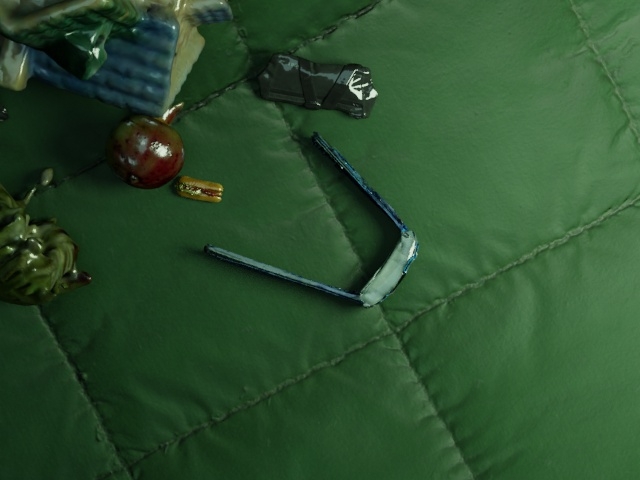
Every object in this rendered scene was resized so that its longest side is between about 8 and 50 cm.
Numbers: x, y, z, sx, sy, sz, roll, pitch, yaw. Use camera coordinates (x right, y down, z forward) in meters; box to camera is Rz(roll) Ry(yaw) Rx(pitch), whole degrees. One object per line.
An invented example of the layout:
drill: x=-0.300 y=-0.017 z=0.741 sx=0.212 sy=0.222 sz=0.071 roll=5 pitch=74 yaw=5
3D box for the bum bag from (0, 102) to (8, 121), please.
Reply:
bum bag: x=-0.600 y=-0.250 z=1.739 sx=0.123 sy=0.248 sz=0.060 roll=-32 pitch=48 yaw=-7

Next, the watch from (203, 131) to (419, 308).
watch: x=-0.004 y=0.013 z=1.781 sx=0.274 sy=0.068 sz=0.276 roll=44 pitch=95 yaw=1

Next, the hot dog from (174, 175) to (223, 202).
hot dog: x=-0.203 y=-0.085 z=1.812 sx=0.083 sy=0.021 sz=0.037 roll=9 pitch=92 yaw=2

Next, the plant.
plant: x=-0.537 y=0.063 z=1.802 sx=0.333 sy=0.180 sz=0.251 roll=-46 pitch=61 yaw=24

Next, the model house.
model house: x=-0.324 y=-0.381 z=1.599 sx=0.395 sy=0.445 sz=0.399 roll=22 pitch=92 yaw=0

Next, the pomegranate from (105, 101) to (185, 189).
pomegranate: x=-0.270 y=-0.156 z=1.771 sx=0.159 sy=0.129 sz=0.129 roll=-42 pitch=89 yaw=-22

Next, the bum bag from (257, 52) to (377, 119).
bum bag: x=-0.004 y=-0.256 z=1.780 sx=0.198 sy=0.049 sz=0.087 roll=10 pitch=117 yaw=3
